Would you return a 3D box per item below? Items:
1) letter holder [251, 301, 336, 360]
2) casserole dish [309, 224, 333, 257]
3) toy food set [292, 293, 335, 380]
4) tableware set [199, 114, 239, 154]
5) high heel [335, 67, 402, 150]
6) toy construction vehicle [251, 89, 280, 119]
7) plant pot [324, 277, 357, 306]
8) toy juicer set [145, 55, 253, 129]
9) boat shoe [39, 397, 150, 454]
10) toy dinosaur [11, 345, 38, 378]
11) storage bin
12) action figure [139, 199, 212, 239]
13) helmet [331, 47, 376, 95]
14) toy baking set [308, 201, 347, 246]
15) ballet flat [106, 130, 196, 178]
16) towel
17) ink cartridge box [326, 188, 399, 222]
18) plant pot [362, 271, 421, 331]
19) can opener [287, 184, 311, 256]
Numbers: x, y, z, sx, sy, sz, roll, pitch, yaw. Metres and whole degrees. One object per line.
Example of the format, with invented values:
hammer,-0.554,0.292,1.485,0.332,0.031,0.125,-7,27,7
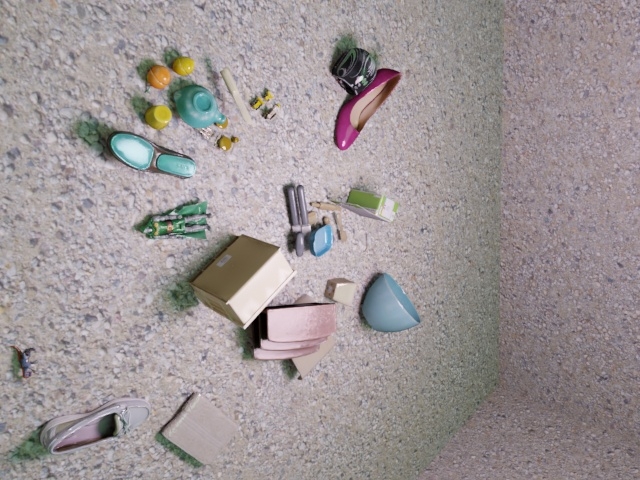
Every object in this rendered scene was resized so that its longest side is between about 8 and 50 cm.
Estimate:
letter holder,-0.100,0.358,1.821,0.301,0.152,0.215,0,84,-32
casserole dish,0.000,0.000,1.914,0.188,0.037,0.114,-33,123,-61
toy food set,-0.076,0.413,2.000,0.219,0.092,0.306,-40,118,-30
tableware set,-0.334,-0.364,1.562,0.154,0.024,0.104,35,73,-43
high heel,0.191,-0.538,1.920,0.127,0.181,0.377,25,83,-46
toy construction vehicle,-0.194,-0.477,1.665,0.086,0.035,0.098,49,64,-29
plant pot,0.082,0.224,2.085,0.096,0.109,0.109,13,92,-34
toy juicer set,-0.381,-0.453,1.451,0.328,0.089,0.209,-11,96,-34
boat shoe,-0.665,0.568,1.430,0.320,0.103,0.118,2,99,-45
toy dinosaur,-0.807,0.335,1.286,0.090,0.047,0.082,25,92,-13
storage bin,-0.270,0.124,1.588,0.262,0.260,0.123,-47,131,-25
action figure,-0.460,-0.047,1.498,0.232,0.063,0.137,-12,113,-39
helmet,0.141,-0.676,1.860,0.162,0.169,0.169,-53,134,2
toy baking set,0.020,-0.065,1.994,0.256,0.030,0.197,0,107,-39
ballet flat,-0.500,-0.243,1.374,0.280,0.096,0.095,20,91,-47
towel,-0.437,0.697,1.736,0.187,0.049,0.282,-50,130,-25
ink cartridge box,0.184,-0.166,2.011,0.255,0.188,0.097,21,87,-46
plant pot,0.316,0.327,2.254,0.195,0.290,0.290,-38,135,14
can opener,-0.078,-0.077,1.843,0.074,0.093,0.281,-8,109,-2
